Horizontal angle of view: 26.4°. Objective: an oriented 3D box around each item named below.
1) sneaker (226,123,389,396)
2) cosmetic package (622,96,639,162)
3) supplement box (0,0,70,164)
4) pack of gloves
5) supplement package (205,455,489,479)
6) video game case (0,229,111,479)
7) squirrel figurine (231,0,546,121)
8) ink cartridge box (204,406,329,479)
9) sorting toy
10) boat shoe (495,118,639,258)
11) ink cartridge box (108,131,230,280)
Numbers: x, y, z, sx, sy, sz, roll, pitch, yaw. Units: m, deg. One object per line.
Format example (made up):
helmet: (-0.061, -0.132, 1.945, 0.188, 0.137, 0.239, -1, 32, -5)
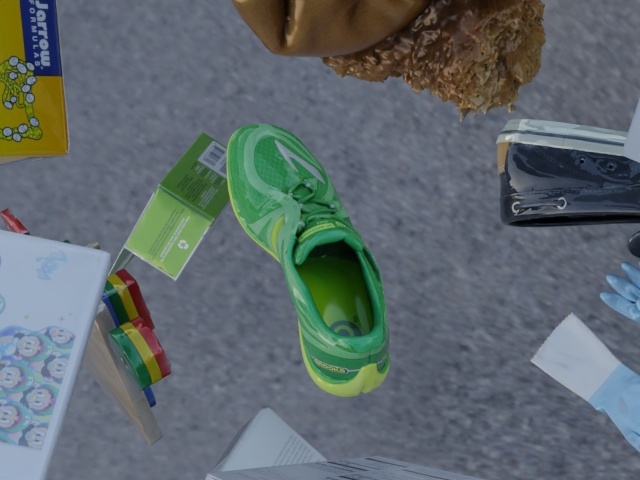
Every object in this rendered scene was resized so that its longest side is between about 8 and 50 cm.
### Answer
sneaker: (0.000, 0.000, 1.303, 0.109, 0.123, 0.295, -17, 66, -20)
cosmetic package: (0.511, -0.142, 1.373, 0.156, 0.385, 0.217, 35, 116, 52)
supplement box: (-0.475, -0.171, 1.458, 0.194, 0.356, 0.195, -4, 92, 47)
pack of gloves: (0.418, 0.154, 1.732, 0.232, 0.046, 0.195, 40, 91, -4)
supplement package: (0.033, 0.259, 0.893, 0.262, 0.145, 0.204, 171, 97, -68)
video game case: (-0.204, 0.057, 0.759, 0.143, 0.019, 0.157, 12, 52, -1)
squirrel figurine: (0.131, -0.322, 1.519, 0.370, 0.397, 0.281, -10, 57, 19)
ink cartridge box: (-0.025, 0.315, 1.266, 0.239, 0.275, 0.060, 43, 122, -4)
sorting toy: (-0.162, 0.062, 1.040, 0.046, 0.132, 0.274, -30, 36, -19)
boat shoe: (0.451, -0.047, 1.732, 0.500, 0.187, 0.156, 11, 87, 28)
ink cartridge box: (-0.219, -0.009, 2.031, 0.097, 0.189, 0.255, 32, 123, -2)
